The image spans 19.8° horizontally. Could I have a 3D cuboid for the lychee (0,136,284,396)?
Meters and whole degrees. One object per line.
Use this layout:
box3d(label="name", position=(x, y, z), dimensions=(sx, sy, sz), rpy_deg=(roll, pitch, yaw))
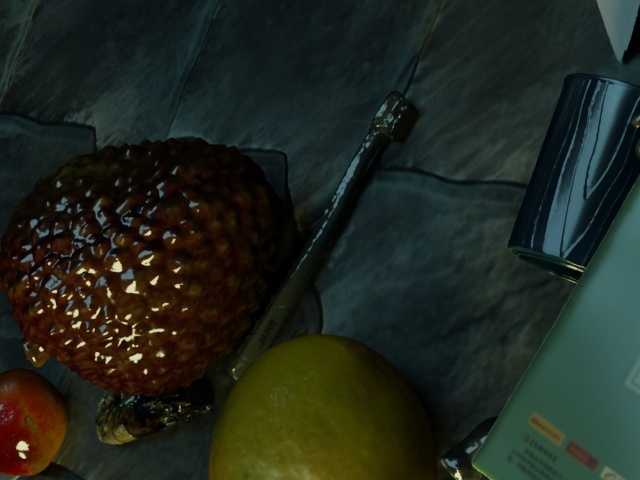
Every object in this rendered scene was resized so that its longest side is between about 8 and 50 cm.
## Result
box3d(label="lychee", position=(-0.158, 0.020, 1.637), dimensions=(0.271, 0.236, 0.236), rpy_deg=(-32, 45, 4))

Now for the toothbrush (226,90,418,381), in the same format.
box3d(label="toothbrush", position=(0.000, 0.000, 1.626), dimensions=(0.030, 0.030, 0.297), rpy_deg=(36, 97, 41))

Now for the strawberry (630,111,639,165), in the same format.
box3d(label="strawberry", position=(0.351, -0.054, 1.176), dimensions=(0.280, 0.150, 0.253), rpy_deg=(-45, 59, 18))

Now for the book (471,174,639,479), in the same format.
box3d(label="book", position=(0.275, 0.048, 1.099), dimensions=(0.264, 0.031, 0.379), rpy_deg=(37, 102, 35))

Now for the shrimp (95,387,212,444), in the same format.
box3d(label="shrimp", position=(-0.160, 0.145, 1.721), dimensions=(0.161, 0.034, 0.091), rpy_deg=(-11, 61, 46))

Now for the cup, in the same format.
box3d(label="cup", position=(0.219, -0.035, 1.331), dimensions=(0.150, 0.113, 0.138), rpy_deg=(16, 83, 53))

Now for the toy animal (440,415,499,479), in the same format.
box3d(label="toy animal", position=(0.220, 0.223, 1.197), dimensions=(0.168, 0.106, 0.343), rpy_deg=(-50, 46, 6))

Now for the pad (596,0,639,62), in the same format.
box3d(label="pad", position=(0.228, -0.273, 1.463), dimensions=(0.156, 0.004, 0.232), rpy_deg=(101, 163, -50))

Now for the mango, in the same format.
box3d(label="mango", position=(0.002, 0.184, 1.410), dimensions=(0.177, 0.119, 0.317), rpy_deg=(-3, 44, 2))

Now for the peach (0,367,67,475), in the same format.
box3d(label="peach", position=(-0.298, 0.181, 1.811), dimensions=(0.101, 0.101, 0.100), rpy_deg=(-26, 52, 38))
